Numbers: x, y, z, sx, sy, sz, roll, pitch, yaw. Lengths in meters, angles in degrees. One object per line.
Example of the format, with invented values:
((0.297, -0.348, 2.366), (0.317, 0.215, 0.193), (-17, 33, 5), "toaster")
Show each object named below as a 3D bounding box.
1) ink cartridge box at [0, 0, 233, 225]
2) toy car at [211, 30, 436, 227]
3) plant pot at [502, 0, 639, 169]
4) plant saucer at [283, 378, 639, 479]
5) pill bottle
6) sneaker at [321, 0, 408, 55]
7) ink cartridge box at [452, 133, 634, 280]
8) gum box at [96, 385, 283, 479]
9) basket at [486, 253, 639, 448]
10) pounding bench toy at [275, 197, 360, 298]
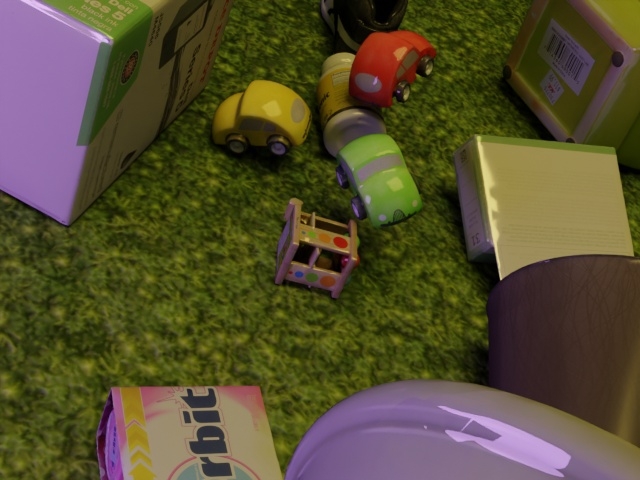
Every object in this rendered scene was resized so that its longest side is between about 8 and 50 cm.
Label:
((-0.179, -0.177, 0.914), (0.115, 0.198, 0.273), (28, 41, 4), "ink cartridge box")
((0.029, -0.104, 0.966), (0.239, 0.053, 0.225), (-23, 49, -6), "toy car")
((0.356, -0.217, 1.209), (0.207, 0.227, 0.228), (-11, 53, -27), "plant pot")
((0.093, 0.255, 0.452), (0.100, 0.400, 0.400), (-30, 64, -33), "plant saucer")
((0.029, -0.141, 1.082), (0.065, 0.065, 0.116), (10, 43, -17), "pill bottle")
((0.058, -0.276, 1.195), (0.079, 0.121, 0.217), (12, 42, -16), "sneaker")
((0.229, 0.015, 1.027), (0.171, 0.056, 0.235), (3, 69, -23), "ink cartridge box")
((-0.079, 0.188, 0.683), (0.107, 0.062, 0.188), (3, 45, -23), "gum box")
((0.209, 0.143, 0.804), (0.204, 0.154, 0.227), (1, 44, 22), "basket")
((0.000, 0.000, 0.928), (0.065, 0.052, 0.083), (15, 42, -12), "pounding bench toy")
